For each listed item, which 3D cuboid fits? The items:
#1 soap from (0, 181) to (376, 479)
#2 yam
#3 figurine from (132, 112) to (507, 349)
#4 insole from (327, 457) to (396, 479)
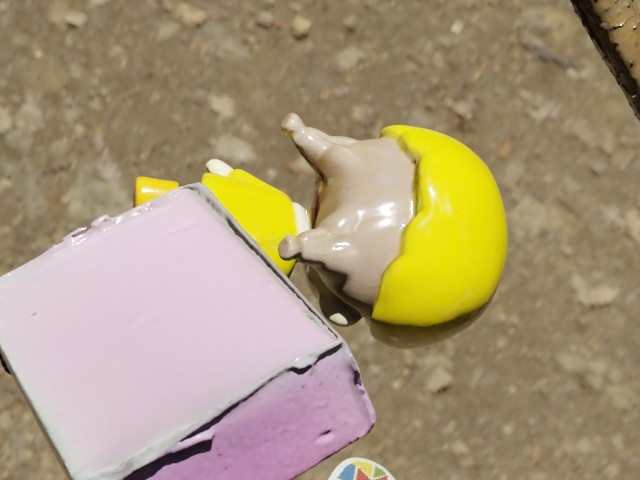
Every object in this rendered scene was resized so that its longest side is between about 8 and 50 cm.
[{"bbox_3d":[-0.098,0.074,1.111,0.181,0.081,0.259,-29,34,-12],"label":"soap"},{"bbox_3d":[0.145,-0.111,0.874,0.145,0.032,0.032,56,43,-28],"label":"yam"},{"bbox_3d":[0.000,0.000,1.613,0.344,0.187,0.215,-3,63,-6],"label":"figurine"},{"bbox_3d":[0.027,0.215,1.235,0.065,0.006,0.193,17,32,-2],"label":"insole"}]
